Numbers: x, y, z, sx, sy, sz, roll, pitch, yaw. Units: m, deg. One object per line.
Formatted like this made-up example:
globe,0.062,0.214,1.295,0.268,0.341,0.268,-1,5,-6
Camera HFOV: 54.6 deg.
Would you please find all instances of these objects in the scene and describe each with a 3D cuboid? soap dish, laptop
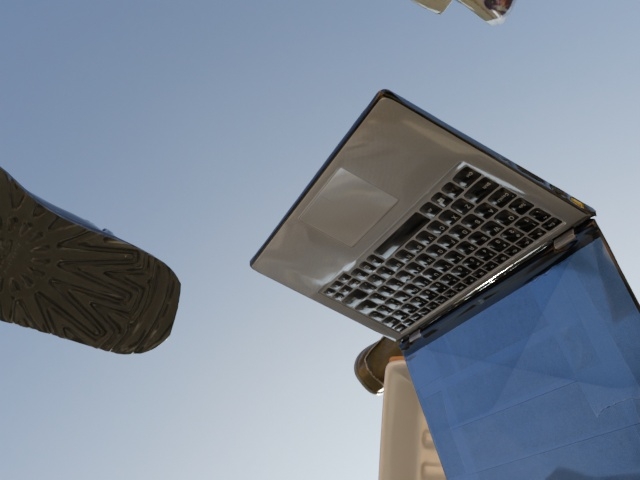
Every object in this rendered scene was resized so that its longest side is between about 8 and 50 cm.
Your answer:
soap dish,0.221,0.351,1.101,0.118,0.228,0.291,25,-118,-42
laptop,0.127,0.117,0.707,0.407,0.382,0.236,28,-128,-12

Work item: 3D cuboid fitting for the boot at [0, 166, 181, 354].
boot,-0.386,-0.002,0.761,0.367,0.445,0.146,35,-100,-24

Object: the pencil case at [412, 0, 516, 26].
pencil case,0.188,-0.324,0.385,0.160,0.183,0.410,39,-68,-16

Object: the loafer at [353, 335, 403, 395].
loafer,0.155,0.228,1.294,0.094,0.251,0.087,45,-53,6
